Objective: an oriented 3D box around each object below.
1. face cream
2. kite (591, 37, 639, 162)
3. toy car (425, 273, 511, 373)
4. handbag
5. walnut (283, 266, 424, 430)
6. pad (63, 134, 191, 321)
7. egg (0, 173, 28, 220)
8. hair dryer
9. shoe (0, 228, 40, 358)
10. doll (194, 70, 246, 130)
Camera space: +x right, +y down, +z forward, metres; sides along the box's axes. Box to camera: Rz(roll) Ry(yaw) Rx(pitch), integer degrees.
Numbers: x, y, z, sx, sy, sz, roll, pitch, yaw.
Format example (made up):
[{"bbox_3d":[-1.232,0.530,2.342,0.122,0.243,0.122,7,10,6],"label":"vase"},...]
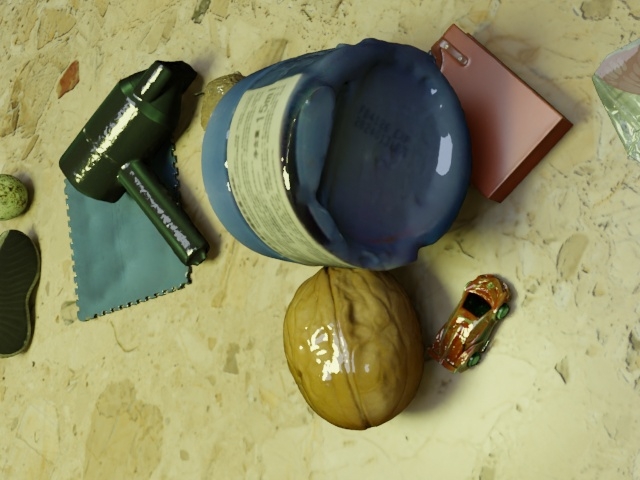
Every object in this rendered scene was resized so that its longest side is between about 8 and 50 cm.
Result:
[{"bbox_3d":[0.018,-0.090,0.908,0.225,0.249,0.248,8,88,60],"label":"face cream"},{"bbox_3d":[0.455,-0.207,0.802,0.360,0.022,0.204,-43,62,27],"label":"kite"},{"bbox_3d":[0.177,0.096,0.942,0.059,0.035,0.121,38,107,36],"label":"toy car"},{"bbox_3d":[0.186,-0.154,0.958,0.190,0.063,0.127,48,111,25],"label":"handbag"},{"bbox_3d":[0.039,0.123,0.960,0.167,0.167,0.207,-25,68,29],"label":"walnut"},{"bbox_3d":[-0.324,-0.021,1.314,0.269,0.012,0.269,-17,74,32],"label":"pad"},{"bbox_3d":[-0.581,-0.077,1.452,0.110,0.085,0.085,-7,80,37],"label":"egg"},{"bbox_3d":[-0.232,-0.111,1.208,0.244,0.116,0.302,-46,72,20],"label":"hair dryer"},{"bbox_3d":[-0.571,0.093,1.422,0.112,0.099,0.227,-1,84,42],"label":"shoe"},{"bbox_3d":[-0.109,-0.185,1.127,0.221,0.105,0.115,29,73,34],"label":"doll"}]
